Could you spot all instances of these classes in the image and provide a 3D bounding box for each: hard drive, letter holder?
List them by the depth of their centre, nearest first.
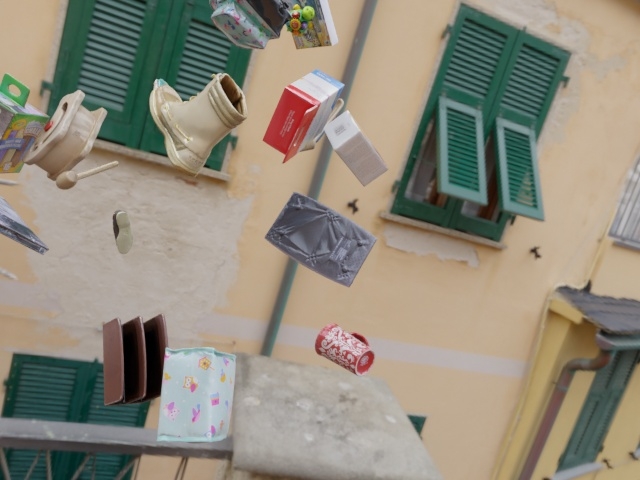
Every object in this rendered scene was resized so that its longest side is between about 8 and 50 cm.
[{"bbox_3d":[0.000,0.000,1.350,0.255,0.171,0.054,30,-17,3],"label":"hard drive"},{"bbox_3d":[-0.673,0.429,1.879,0.215,0.301,0.152,-26,-26,36],"label":"letter holder"}]

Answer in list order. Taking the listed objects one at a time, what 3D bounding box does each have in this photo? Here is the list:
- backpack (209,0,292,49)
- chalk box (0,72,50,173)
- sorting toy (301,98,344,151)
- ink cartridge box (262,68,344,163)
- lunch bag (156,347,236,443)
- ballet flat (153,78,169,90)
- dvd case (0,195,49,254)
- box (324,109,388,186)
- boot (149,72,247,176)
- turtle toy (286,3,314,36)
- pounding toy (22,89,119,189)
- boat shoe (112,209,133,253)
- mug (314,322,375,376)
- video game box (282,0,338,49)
[{"bbox_3d":[-0.251,-0.762,1.719,0.225,0.191,0.254,35,-2,-43],"label":"backpack"},{"bbox_3d":[-0.740,-0.276,1.184,0.132,0.213,0.132,35,8,-2],"label":"chalk box"},{"bbox_3d":[-0.052,-0.418,1.946,0.041,0.229,0.307,42,-21,-29],"label":"sorting toy"},{"bbox_3d":[-0.041,-0.267,1.091,0.078,0.134,0.231,32,35,3],"label":"ink cartridge box"},{"bbox_3d":[-0.295,0.390,1.291,0.160,0.223,0.262,-2,-18,5],"label":"lunch bag"},{"bbox_3d":[-0.466,-0.392,1.582,0.240,0.077,0.091,57,16,17],"label":"ballet flat"},{"bbox_3d":[-0.530,-0.064,0.788,0.221,0.018,0.164,30,-10,35],"label":"dvd case"},{"bbox_3d":[0.103,-0.265,1.483,0.170,0.091,0.130,44,17,-41],"label":"box"},{"bbox_3d":[-0.267,-0.294,1.118,0.095,0.203,0.261,19,38,-49],"label":"boot"},{"bbox_3d":[-0.074,-0.783,1.821,0.095,0.130,0.066,46,35,-22],"label":"turtle toy"},{"bbox_3d":[-0.581,-0.210,1.215,0.154,0.269,0.155,-19,-41,30],"label":"pounding toy"},{"bbox_3d":[-0.589,-0.026,1.526,0.049,0.132,0.042,-12,23,-37],"label":"boat shoe"},{"bbox_3d":[0.092,0.332,1.603,0.150,0.113,0.169,-40,40,-25],"label":"mug"},{"bbox_3d":[-0.043,-0.812,1.877,0.187,0.205,0.048,15,46,43],"label":"video game box"}]
